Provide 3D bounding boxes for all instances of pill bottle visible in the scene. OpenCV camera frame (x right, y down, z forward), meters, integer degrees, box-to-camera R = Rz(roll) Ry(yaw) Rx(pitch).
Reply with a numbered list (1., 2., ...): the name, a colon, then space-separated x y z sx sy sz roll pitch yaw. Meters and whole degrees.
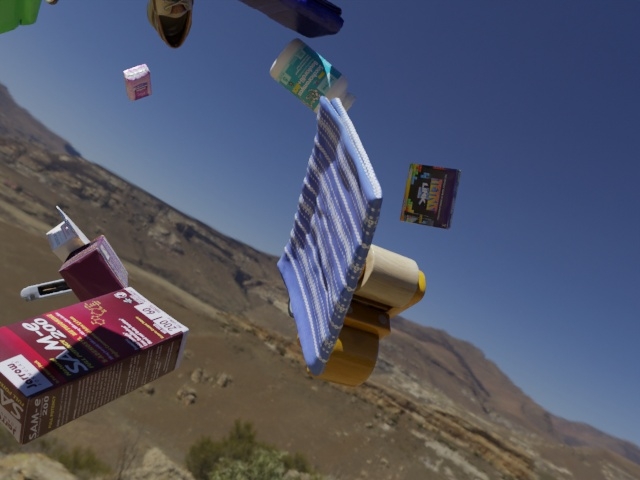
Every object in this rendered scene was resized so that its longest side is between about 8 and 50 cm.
1. pill bottle: -0.016 -0.493 1.781 0.264 0.146 0.146 38 -8 -7

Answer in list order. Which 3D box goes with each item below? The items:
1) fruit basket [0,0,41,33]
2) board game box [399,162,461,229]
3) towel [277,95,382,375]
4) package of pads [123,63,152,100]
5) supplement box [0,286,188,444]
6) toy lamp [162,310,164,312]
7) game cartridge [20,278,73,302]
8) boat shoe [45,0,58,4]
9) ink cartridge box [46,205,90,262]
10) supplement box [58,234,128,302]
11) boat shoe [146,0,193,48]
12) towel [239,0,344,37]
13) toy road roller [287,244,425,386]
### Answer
1. fruit basket: -0.687 -0.585 0.994 0.392 0.283 0.392 25 -44 27
2. board game box: 0.311 -0.126 1.620 0.141 0.170 0.048 11 5 27
3. towel: 0.000 0.000 0.805 0.040 0.336 0.243 0 42 -18
4. package of pads: -0.378 -0.325 1.180 0.032 0.050 0.083 62 -20 8
5. supplement box: -0.304 0.147 0.736 0.130 0.073 0.239 29 25 24
6. toy lamp: -0.609 0.237 1.715 0.274 0.080 0.080 2 -2 -11
7. game cartridge: -0.829 0.153 1.945 0.297 0.062 0.198 -12 1 -6
8. boat shoe: -0.628 -0.615 1.366 0.049 0.137 0.043 -2 -22 5
9. ink cartridge box: -0.531 0.023 1.245 0.104 0.061 0.181 35 -21 52
10. supplement box: -0.437 0.063 1.117 0.104 0.081 0.188 61 -12 -16
11. boat shoe: -0.354 -0.597 1.377 0.324 0.123 0.116 116 -48 -66
12. towel: -0.102 -0.669 1.592 0.308 0.076 0.227 19 4 -32
13. toy road roller: 0.076 0.181 1.290 0.202 0.241 0.329 20 -40 -26
